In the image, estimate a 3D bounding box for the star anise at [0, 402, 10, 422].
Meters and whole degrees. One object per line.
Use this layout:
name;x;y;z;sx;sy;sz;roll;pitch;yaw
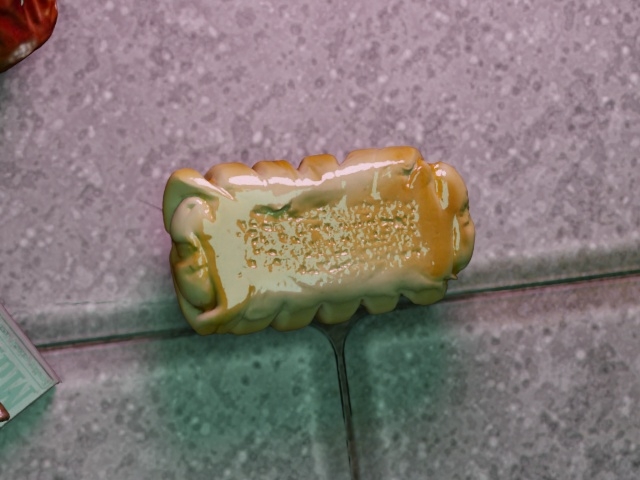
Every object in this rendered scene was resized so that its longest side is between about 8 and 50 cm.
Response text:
star anise;-0.457;0.187;1.651;0.349;0.109;0.292;21;67;-17

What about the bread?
bread;0.000;0.000;1.905;0.311;0.121;0.173;-6;90;-15

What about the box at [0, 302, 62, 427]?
box;-0.349;0.104;1.848;0.115;0.036;0.177;-39;96;-14

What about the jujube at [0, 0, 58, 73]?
jujube;-0.364;-0.295;1.811;0.197;0.197;0.290;-35;109;-15
